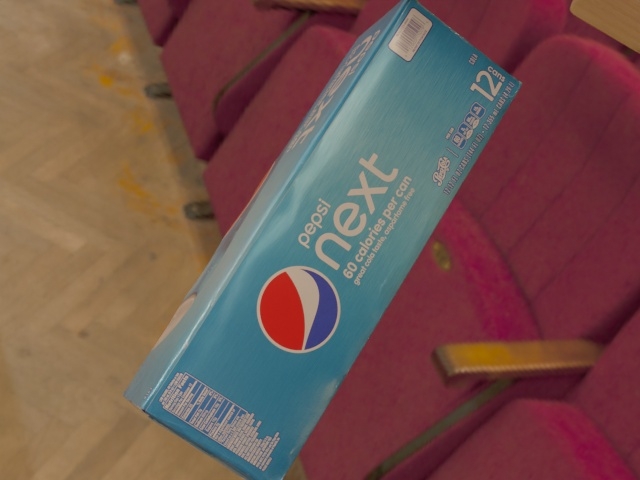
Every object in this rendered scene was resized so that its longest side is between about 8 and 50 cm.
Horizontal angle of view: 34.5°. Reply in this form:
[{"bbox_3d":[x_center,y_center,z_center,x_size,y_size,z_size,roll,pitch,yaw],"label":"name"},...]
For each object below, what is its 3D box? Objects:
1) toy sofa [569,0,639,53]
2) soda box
[{"bbox_3d":[0.317,-0.275,0.633,0.150,0.362,0.177,32,-5,7],"label":"toy sofa"},{"bbox_3d":[0.000,0.000,0.458,0.067,0.071,0.210,36,77,-12],"label":"soda box"}]
